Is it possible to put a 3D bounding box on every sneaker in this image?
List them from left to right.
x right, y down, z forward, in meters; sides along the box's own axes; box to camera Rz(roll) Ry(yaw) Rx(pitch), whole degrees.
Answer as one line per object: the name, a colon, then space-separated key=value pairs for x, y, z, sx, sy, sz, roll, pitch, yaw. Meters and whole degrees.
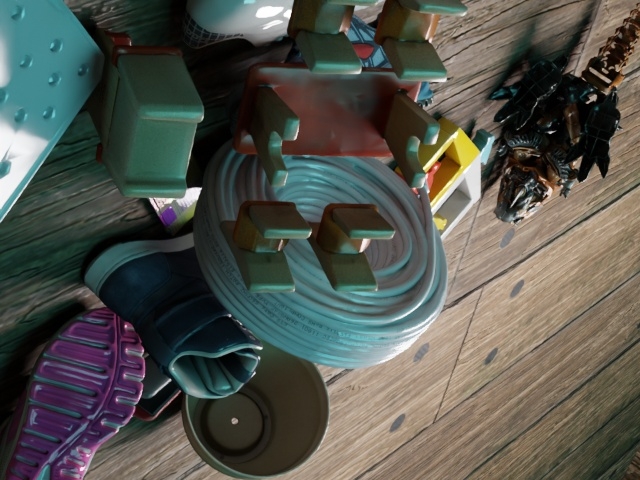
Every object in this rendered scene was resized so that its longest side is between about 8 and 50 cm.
sneaker: x=-0.250 y=0.177 z=1.221 sx=0.103 sy=0.111 sz=0.252 roll=29 pitch=78 yaw=-22
sneaker: x=-0.093 y=0.064 z=1.245 sx=0.226 sy=0.163 sz=0.086 roll=-16 pitch=144 yaw=-50
sneaker: x=-0.024 y=-0.217 z=1.133 sx=0.235 sy=0.090 sz=0.095 roll=-14 pitch=146 yaw=-47
sneaker: x=-0.006 y=-0.155 z=1.207 sx=0.104 sy=0.125 sz=0.262 roll=-22 pitch=178 yaw=36

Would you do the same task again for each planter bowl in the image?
planter bowl: x=-0.083 y=0.191 z=1.459 sx=0.162 sy=0.162 sz=0.109 roll=-39 pitch=177 yaw=-27

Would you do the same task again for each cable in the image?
cable: x=0.000 y=0.000 z=1.234 sx=0.257 sy=0.257 sz=0.089 roll=12 pitch=135 yaw=-29

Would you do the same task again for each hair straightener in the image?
hair straightener: x=-0.115 y=0.089 z=1.376 sx=0.230 sy=0.047 sz=0.089 roll=-39 pitch=151 yaw=-28

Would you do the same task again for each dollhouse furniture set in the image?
dollhouse furniture set: x=-0.042 y=-0.103 z=1.040 sx=0.259 sy=0.135 sz=0.262 roll=0 pitch=125 yaw=-24

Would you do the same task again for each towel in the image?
towel: x=-0.132 y=-0.044 z=1.230 sx=0.060 sy=0.009 sz=0.083 roll=-47 pitch=154 yaw=-14

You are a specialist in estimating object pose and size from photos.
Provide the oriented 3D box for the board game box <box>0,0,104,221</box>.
board game box: x=-0.328 y=-0.058 z=0.791 sx=0.390 sy=0.050 sz=0.390 roll=-57 pitch=155 yaw=-12

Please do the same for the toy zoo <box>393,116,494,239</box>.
toy zoo: x=0.112 y=-0.029 z=1.623 sx=0.293 sy=0.030 sz=0.192 roll=-49 pitch=153 yaw=-9

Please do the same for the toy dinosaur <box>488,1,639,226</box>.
toy dinosaur: x=0.317 y=-0.165 z=1.716 sx=0.218 sy=0.164 sz=0.322 roll=-12 pitch=116 yaw=-73
